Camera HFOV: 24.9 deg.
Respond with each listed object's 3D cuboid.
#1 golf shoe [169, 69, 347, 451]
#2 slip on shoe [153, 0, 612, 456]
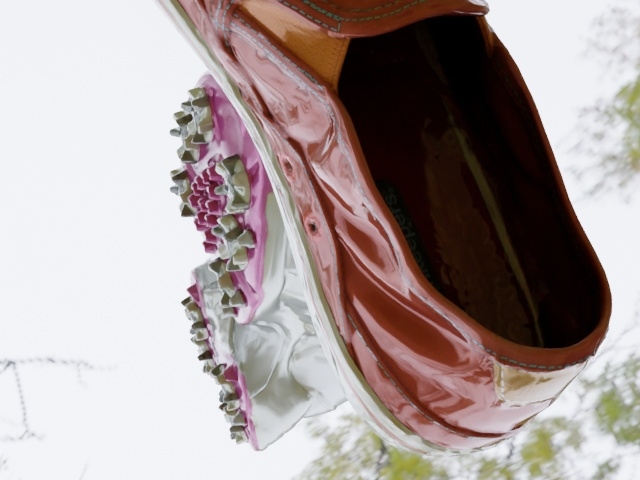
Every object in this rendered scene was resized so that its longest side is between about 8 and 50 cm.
[{"bbox_3d":[0.000,0.000,0.742,0.140,0.306,0.115,-16,-117,-11],"label":"golf shoe"},{"bbox_3d":[0.013,-0.082,0.535,0.123,0.101,0.331,-19,-97,-34],"label":"slip on shoe"}]
